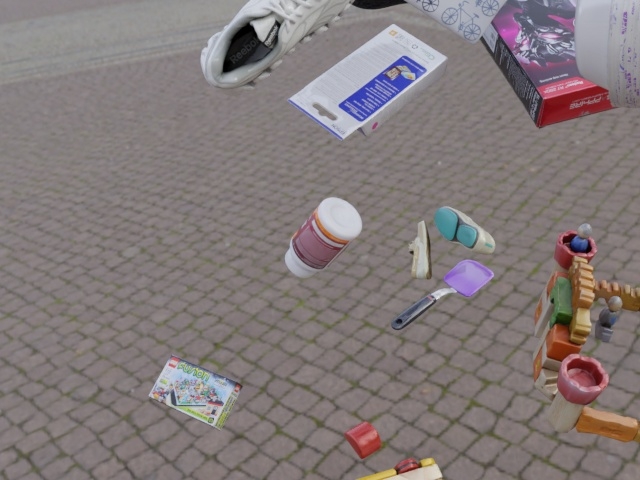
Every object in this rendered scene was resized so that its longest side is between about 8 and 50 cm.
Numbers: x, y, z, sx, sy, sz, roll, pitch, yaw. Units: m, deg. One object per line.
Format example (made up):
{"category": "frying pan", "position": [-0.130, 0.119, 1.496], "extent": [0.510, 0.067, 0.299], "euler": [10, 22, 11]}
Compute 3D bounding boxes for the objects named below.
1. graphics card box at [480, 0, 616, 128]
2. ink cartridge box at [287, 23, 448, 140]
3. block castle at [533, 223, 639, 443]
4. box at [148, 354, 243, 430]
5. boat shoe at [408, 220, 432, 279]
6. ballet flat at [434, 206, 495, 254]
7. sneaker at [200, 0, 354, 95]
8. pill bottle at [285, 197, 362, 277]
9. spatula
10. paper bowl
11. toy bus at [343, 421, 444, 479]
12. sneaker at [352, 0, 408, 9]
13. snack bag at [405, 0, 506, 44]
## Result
{"category": "graphics card box", "position": [0.521, -0.432, 1.664], "extent": [0.232, 0.094, 0.371], "euler": [-15, 54, -5]}
{"category": "ink cartridge box", "position": [0.113, -0.359, 1.717], "extent": [0.176, 0.069, 0.371], "euler": [39, 62, 22]}
{"category": "block castle", "position": [0.605, 0.175, 1.469], "extent": [0.303, 0.213, 0.453], "euler": [13, 42, 6]}
{"category": "box", "position": [-0.291, 0.351, 1.712], "extent": [0.207, 0.036, 0.114], "euler": [14, 68, 32]}
{"category": "boat shoe", "position": [0.208, 0.020, 1.555], "extent": [0.045, 0.050, 0.135], "euler": [-7, 57, 16]}
{"category": "ballet flat", "position": [0.380, -0.023, 1.928], "extent": [0.086, 0.086, 0.248], "euler": [-14, 24, -11]}
{"category": "sneaker", "position": [-0.041, -0.300, 0.961], "extent": [0.292, 0.110, 0.118], "euler": [-45, 10, 9]}
{"category": "pill bottle", "position": [0.000, 0.000, 1.296], "extent": [0.086, 0.152, 0.086], "euler": [21, 46, -23]}
{"category": "spatula", "position": [0.259, 0.121, 1.612], "extent": [0.296, 0.030, 0.084], "euler": [-27, 49, -34]}
{"category": "paper bowl", "position": [0.479, -0.345, 1.129], "extent": [0.148, 0.284, 0.284], "euler": [6, 30, 27]}
{"category": "toy bus", "position": [0.058, 0.327, 0.832], "extent": [0.202, 0.104, 0.191], "euler": [26, 48, 9]}
{"category": "sneaker", "position": [0.151, -0.559, 1.575], "extent": [0.234, 0.084, 0.097], "euler": [-3, 61, -4]}
{"category": "snack bag", "position": [0.242, -0.539, 1.209], "extent": [0.323, 0.342, 0.037], "euler": [24, 24, -29]}
